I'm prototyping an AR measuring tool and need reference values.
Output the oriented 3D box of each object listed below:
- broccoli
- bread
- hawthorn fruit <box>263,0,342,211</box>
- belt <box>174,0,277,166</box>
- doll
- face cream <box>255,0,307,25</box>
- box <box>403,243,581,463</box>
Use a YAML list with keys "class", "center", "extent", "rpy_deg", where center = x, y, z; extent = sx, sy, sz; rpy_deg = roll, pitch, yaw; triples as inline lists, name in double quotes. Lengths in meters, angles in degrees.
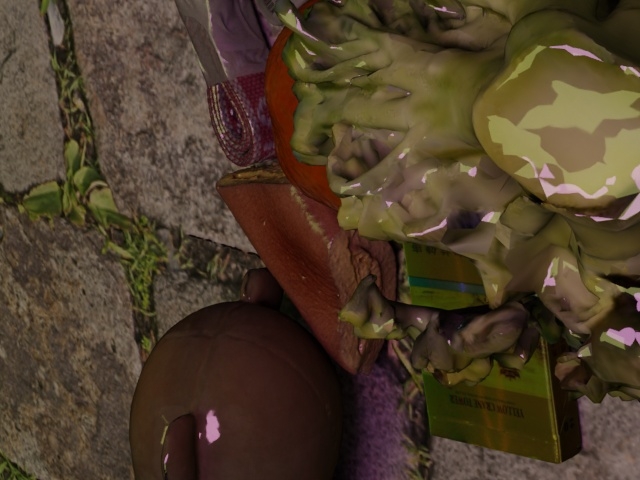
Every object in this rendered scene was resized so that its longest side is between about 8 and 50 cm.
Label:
- class: "broccoli"
  center: [0.144, -0.063, 0.812]
  extent: [0.334, 0.272, 0.324]
  rpy_deg: [52, 138, 4]
- class: "bread"
  center: [0.001, 0.000, 1.172]
  extent: [0.192, 0.067, 0.119]
  rpy_deg: [57, 149, 14]
- class: "hawthorn fruit"
  center: [0.045, -0.091, 1.004]
  extent: [0.189, 0.189, 0.189]
  rpy_deg: [23, 123, 41]
- class: "belt"
  center: [-0.077, -0.169, 1.197]
  extent: [0.071, 0.053, 0.232]
  rpy_deg: [-23, 89, 58]
- class: "doll"
  center: [-0.049, 0.197, 1.221]
  extent: [0.174, 0.235, 0.330]
  rpy_deg: [4, 130, 21]
- class: "face cream"
  center: [-0.019, -0.190, 1.145]
  extent: [0.083, 0.021, 0.040]
  rpy_deg: [-38, 77, 49]
- class: "box"
  center: [0.115, 0.052, 1.098]
  extent: [0.121, 0.030, 0.193]
  rpy_deg: [8, 113, 47]
